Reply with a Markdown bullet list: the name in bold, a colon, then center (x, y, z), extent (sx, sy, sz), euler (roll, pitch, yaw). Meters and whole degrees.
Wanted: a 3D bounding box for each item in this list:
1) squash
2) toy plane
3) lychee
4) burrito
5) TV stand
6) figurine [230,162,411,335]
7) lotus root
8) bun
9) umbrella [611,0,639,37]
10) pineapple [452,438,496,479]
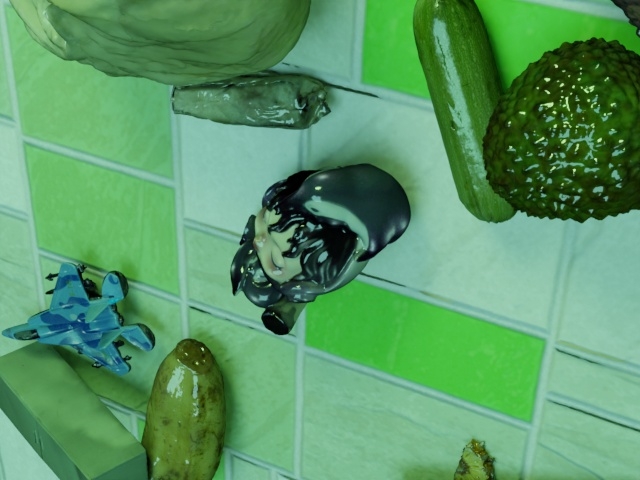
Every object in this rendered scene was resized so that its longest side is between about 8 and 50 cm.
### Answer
- **squash**: center (0.138, -0.121, 1.023), extent (0.069, 0.069, 0.238), euler (-5, 114, 34)
- **toy plane**: center (-0.328, 0.106, 1.453), extent (0.246, 0.078, 0.169), euler (-7, 115, 42)
- **lychee**: center (0.214, -0.085, 0.939), extent (0.171, 0.171, 0.171), euler (16, 126, 22)
- **burrito**: center (-0.073, -0.147, 1.149), extent (0.188, 0.045, 0.058), euler (9, 112, 28)
- **TV stand**: center (-0.334, 0.244, 1.470), extent (0.269, 0.088, 0.082), euler (36, 137, 39)
- **figurine**: center (0.000, 0.000, 1.155), extent (0.145, 0.145, 0.222), euler (43, 141, 0)
- **lotus root**: center (-0.172, 0.238, 1.431), extent (0.110, 0.097, 0.258), euler (25, 123, 15)
- **bun**: center (-0.170, -0.256, 0.962), extent (0.361, 0.213, 0.361), euler (35, 170, 7)
- **umbrella**: center (0.310, -0.172, 0.874), extent (0.326, 0.094, 0.090), euler (40, 176, 0)
- **pineapple**: center (0.179, 0.265, 1.285), extent (0.045, 0.019, 0.083), euler (28, 131, 21)
